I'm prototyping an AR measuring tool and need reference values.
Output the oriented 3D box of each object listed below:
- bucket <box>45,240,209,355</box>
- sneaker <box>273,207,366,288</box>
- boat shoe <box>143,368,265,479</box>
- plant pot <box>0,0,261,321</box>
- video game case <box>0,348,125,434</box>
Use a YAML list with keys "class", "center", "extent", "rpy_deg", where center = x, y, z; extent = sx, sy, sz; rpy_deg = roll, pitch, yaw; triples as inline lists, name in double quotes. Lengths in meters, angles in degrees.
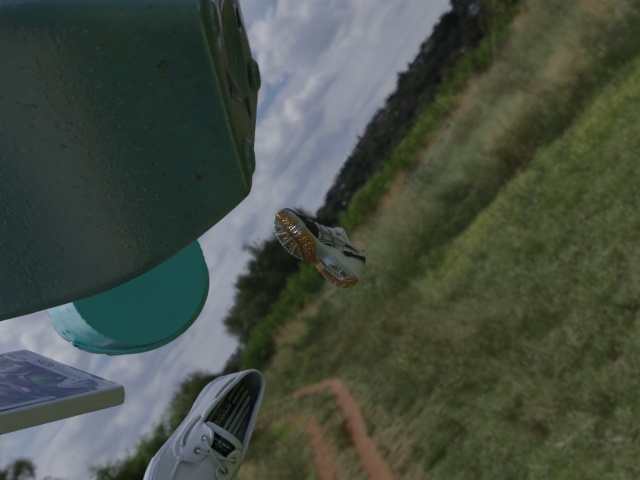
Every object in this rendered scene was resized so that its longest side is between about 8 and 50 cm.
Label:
- class: "bucket"
  center: [-0.338, 0.066, 1.546]
  extent: [0.281, 0.281, 0.183]
  rpy_deg: [-53, 16, -21]
- class: "sneaker"
  center: [0.000, 0.000, 0.682]
  extent: [0.032, 0.083, 0.037]
  rpy_deg: [-29, 24, 50]
- class: "boat shoe"
  center: [-0.121, 0.219, 0.934]
  extent: [0.076, 0.083, 0.226]
  rpy_deg: [-38, 22, 37]
- class: "plant pot"
  center: [-0.176, -0.113, 0.599]
  extent: [0.247, 0.252, 0.247]
  rpy_deg: [-92, -8, -48]
- class: "video game case"
  center: [-0.308, 0.139, 0.812]
  extent: [0.190, 0.173, 0.022]
  rpy_deg: [-6, -78, -49]
